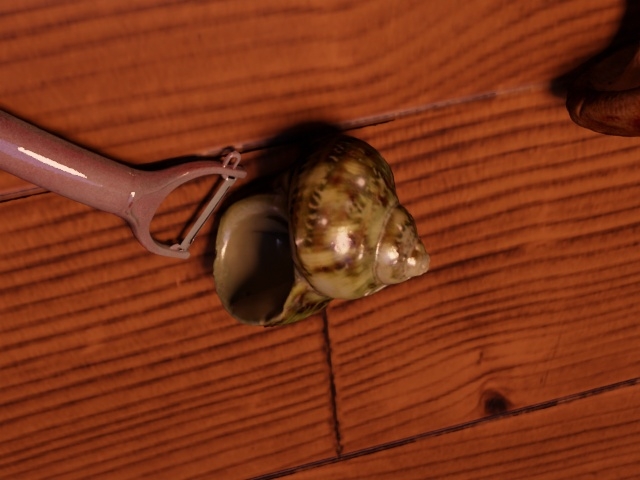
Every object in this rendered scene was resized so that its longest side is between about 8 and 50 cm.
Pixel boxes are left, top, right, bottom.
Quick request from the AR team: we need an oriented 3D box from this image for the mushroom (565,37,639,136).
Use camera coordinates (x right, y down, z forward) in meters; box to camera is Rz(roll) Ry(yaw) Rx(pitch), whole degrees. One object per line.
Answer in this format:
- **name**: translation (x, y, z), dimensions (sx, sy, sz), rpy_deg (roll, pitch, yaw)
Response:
- **mushroom**: translation (0.311, -0.210, 0.777), dimensions (0.227, 0.148, 0.217), rpy_deg (-21, 116, -8)

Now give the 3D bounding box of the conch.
- **conch**: translation (0.003, 0.001, 0.799), dimensions (0.124, 0.181, 0.187), rpy_deg (16, 99, -30)

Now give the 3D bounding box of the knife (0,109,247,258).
- **knife**: translation (-0.197, -0.066, 0.761), dimensions (0.278, 0.053, 0.123), rpy_deg (22, 113, -33)
